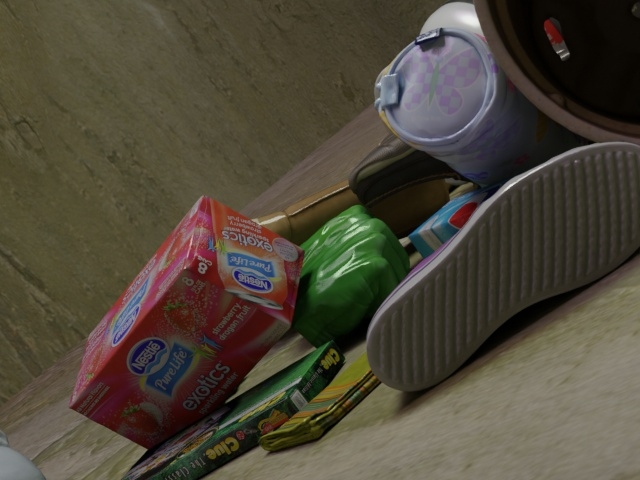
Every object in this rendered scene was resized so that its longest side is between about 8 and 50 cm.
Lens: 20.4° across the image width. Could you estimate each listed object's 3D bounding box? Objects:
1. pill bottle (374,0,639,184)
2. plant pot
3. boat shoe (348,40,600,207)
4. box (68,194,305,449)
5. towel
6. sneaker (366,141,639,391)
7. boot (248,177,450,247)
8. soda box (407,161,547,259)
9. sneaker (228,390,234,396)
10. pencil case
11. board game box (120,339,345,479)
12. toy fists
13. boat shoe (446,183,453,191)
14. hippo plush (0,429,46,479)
[{"bbox_3d":[0.252,-0.236,2.190,0.363,0.210,0.210,-40,8,-26],"label":"pill bottle"},{"bbox_3d":[0.304,-0.233,1.623,0.334,0.334,0.305,-35,-4,4],"label":"plant pot"},{"bbox_3d":[0.191,-0.101,1.885,0.355,0.130,0.132,-25,10,29],"label":"boat shoe"},{"bbox_3d":[-0.139,0.093,1.835,0.257,0.128,0.122,-48,20,37],"label":"box"},{"bbox_3d":[0.045,0.110,1.618,0.237,0.021,0.102,-39,8,-32],"label":"towel"},{"bbox_3d":[0.157,0.004,1.465,0.282,0.102,0.161,-34,4,14],"label":"sneaker"},{"bbox_3d":[0.027,0.006,2.129,0.270,0.089,0.236,-21,-24,-2],"label":"boot"},{"bbox_3d":[0.168,-0.012,1.629,0.067,0.071,0.210,-39,7,-27],"label":"soda box"},{"bbox_3d":[-0.106,0.162,2.006,0.035,0.031,0.083,-13,24,39],"label":"sneaker"},{"bbox_3d":[0.157,-0.107,1.683,0.124,0.113,0.273,-20,-21,23],"label":"pencil case"},{"bbox_3d":[-0.099,0.191,1.747,0.260,0.030,0.136,-32,5,28],"label":"board game box"},{"bbox_3d":[0.026,0.039,1.911,0.142,0.096,0.279,-47,8,1],"label":"toy fists"},{"bbox_3d":[0.161,-0.096,2.316,0.072,0.068,0.190,-16,17,38],"label":"boat shoe"},{"bbox_3d":[-0.388,0.270,1.758,0.294,0.234,0.236,-32,8,37],"label":"hippo plush"}]
